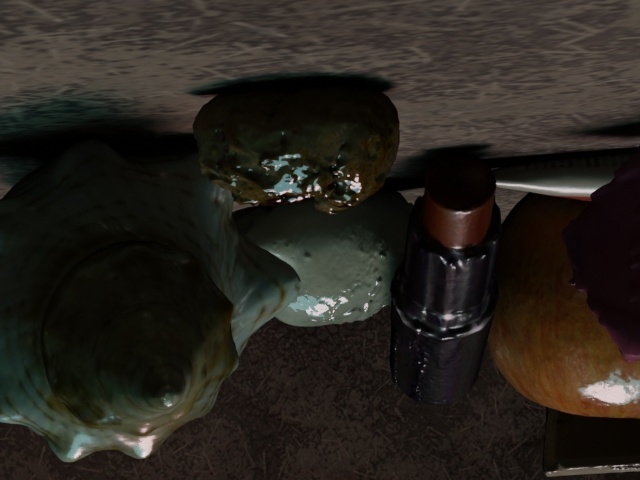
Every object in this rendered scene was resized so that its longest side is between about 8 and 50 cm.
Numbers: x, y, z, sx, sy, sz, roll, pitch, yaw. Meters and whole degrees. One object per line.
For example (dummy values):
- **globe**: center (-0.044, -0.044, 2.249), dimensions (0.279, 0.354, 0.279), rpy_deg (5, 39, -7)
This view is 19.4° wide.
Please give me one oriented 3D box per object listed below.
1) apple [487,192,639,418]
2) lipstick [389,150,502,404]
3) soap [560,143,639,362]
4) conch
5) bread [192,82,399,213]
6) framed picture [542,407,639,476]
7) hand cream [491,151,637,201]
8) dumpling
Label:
- **apple**: center (0.229, 0.041, 1.465), dimensions (0.211, 0.188, 0.211), rpy_deg (-3, -173, 0)
- **lipstick**: center (0.092, 0.032, 1.366), dimensions (0.081, 0.081, 0.300), rpy_deg (-4, 152, -3)
- **soap**: center (0.275, 0.001, 1.166), dimensions (0.099, 0.162, 0.250), rpy_deg (0, 173, -45)
- **conch**: center (-0.113, 0.012, 1.102), dimensions (0.203, 0.170, 0.386), rpy_deg (20, -156, -18)
- **bread**: center (-0.004, -0.045, 0.932), dimensions (0.082, 0.060, 0.113), rpy_deg (-5, 176, 42)
- **framed picture**: center (0.292, 0.066, 1.575), dimensions (0.209, 0.281, 0.019), rpy_deg (-5, 145, 24)
- **hand cream**: center (0.214, -0.045, 1.355), dimensions (0.234, 0.050, 0.080), rpy_deg (1, -177, 5)
- **dumpling**: center (0.002, 0.014, 1.462), dimensions (0.219, 0.108, 0.152), rpy_deg (-1, 175, -19)
